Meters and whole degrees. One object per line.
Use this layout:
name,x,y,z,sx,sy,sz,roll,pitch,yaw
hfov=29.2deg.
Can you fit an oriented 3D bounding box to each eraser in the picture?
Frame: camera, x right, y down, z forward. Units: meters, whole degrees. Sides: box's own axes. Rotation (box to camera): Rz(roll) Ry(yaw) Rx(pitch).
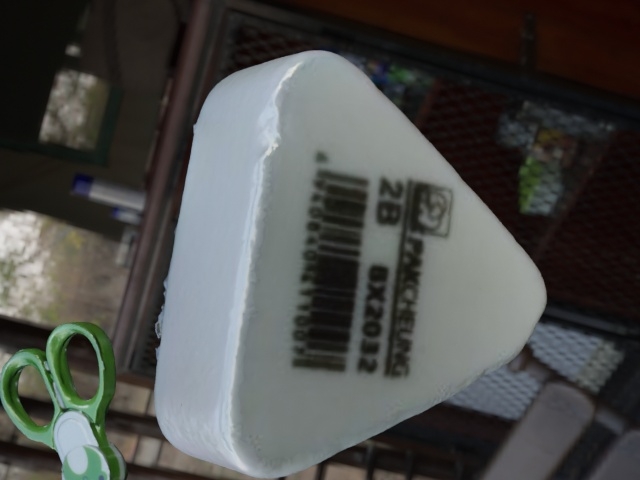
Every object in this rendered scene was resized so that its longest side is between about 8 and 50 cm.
eraser,0.000,0.000,1.007,0.150,0.331,0.331,-6,68,60

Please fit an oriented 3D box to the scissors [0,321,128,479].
scissors,-0.162,0.162,0.875,0.101,0.027,0.204,-31,75,27
